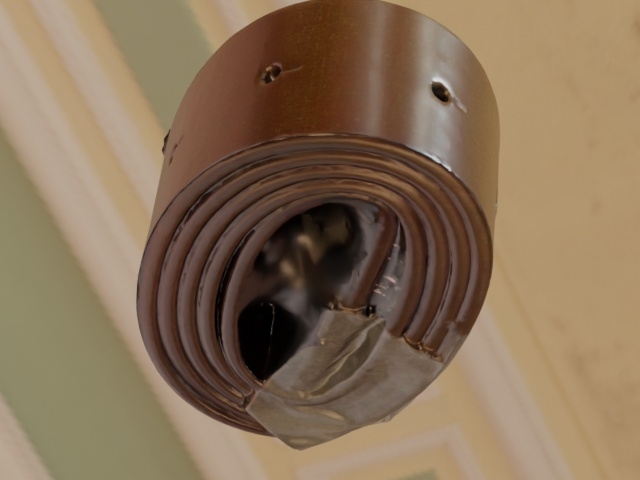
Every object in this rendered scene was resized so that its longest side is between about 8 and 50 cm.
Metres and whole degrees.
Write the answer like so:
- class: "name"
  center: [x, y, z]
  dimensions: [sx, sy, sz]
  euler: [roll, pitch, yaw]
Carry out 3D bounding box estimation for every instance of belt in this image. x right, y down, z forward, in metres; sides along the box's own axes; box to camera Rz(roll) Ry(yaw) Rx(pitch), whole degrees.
- class: "belt"
  center: [0.000, 0.000, 1.029]
  dimensions: [0.217, 0.122, 0.338]
  euler: [11, -38, -6]
